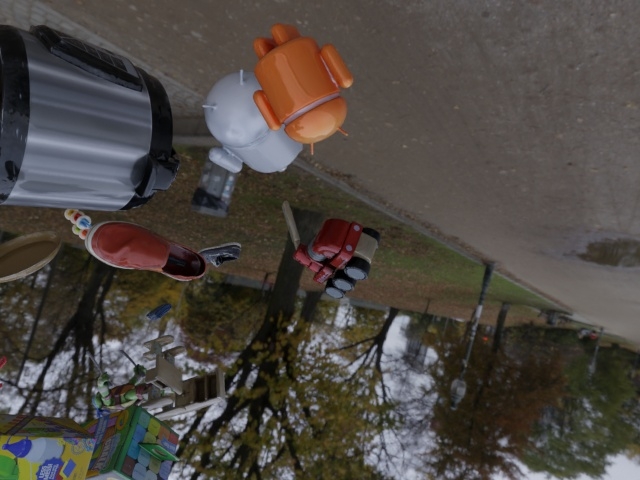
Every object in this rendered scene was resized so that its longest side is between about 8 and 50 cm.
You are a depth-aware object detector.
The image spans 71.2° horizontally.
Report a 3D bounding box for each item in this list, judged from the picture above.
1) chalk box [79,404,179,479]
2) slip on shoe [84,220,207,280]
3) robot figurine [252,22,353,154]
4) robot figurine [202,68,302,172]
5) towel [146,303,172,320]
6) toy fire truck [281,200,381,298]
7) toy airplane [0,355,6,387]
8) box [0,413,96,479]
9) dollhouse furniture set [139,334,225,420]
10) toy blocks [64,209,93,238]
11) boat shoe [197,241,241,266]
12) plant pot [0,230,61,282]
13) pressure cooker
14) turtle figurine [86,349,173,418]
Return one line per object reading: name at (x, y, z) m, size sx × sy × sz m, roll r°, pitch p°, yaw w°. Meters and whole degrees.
chalk box at (-0.499, 0.561, 1.153) m, size 0.289 × 0.179 × 0.180 m, roll -22°, pitch 124°, yaw 15°
slip on shoe at (-0.442, 0.031, 1.176) m, size 0.101 × 0.123 × 0.331 m, roll -1°, pitch 161°, yaw 43°
robot figurine at (-0.035, -0.268, 0.800) m, size 0.158 × 0.219 × 0.128 m, roll -29°, pitch -172°, yaw -7°
robot figurine at (-0.173, -0.310, 1.195) m, size 0.200 × 0.300 × 0.353 m, roll 37°, pitch 180°, yaw 23°
towel at (-0.548, 0.241, 1.521) m, size 0.029 × 0.067 × 0.119 m, roll 54°, pitch 146°, yaw -10°
toy fire truck at (0.000, 0.000, 1.098) m, size 0.246 × 0.158 × 0.217 m, roll 27°, pitch 150°, yaw -7°
toy airplane at (-1.091, 0.458, 1.484) m, size 0.151 × 0.151 × 0.028 m, roll 14°, pitch 156°, yaw 36°
box at (-0.581, 0.452, 0.737) m, size 0.279 × 0.290 × 0.177 m, roll 23°, pitch 160°, yaw -39°
dollhouse furniture set at (-0.427, 0.436, 1.403) m, size 0.161 × 0.212 × 0.242 m, roll -20°, pitch 137°, yaw 5°
toy blocks at (-0.876, -0.049, 1.658) m, size 0.148 × 0.123 × 0.054 m, roll 25°, pitch -132°, yaw 34°
boat shoe at (-0.393, 0.063, 1.692) m, size 0.206 × 0.065 × 0.075 m, roll -17°, pitch 153°, yaw 19°
plant pot at (-0.864, 0.049, 1.291) m, size 0.236 × 0.032 × 0.236 m, roll -8°, pitch -146°, yaw 6°
pressure cooker at (-0.547, -0.251, 1.034) m, size 0.375 × 0.369 × 0.420 m, roll -15°, pitch 168°, yaw 39°
turtle figurine at (-0.648, 0.462, 1.520) m, size 0.266 × 0.274 × 0.198 m, roll -5°, pitch 144°, yaw 6°
